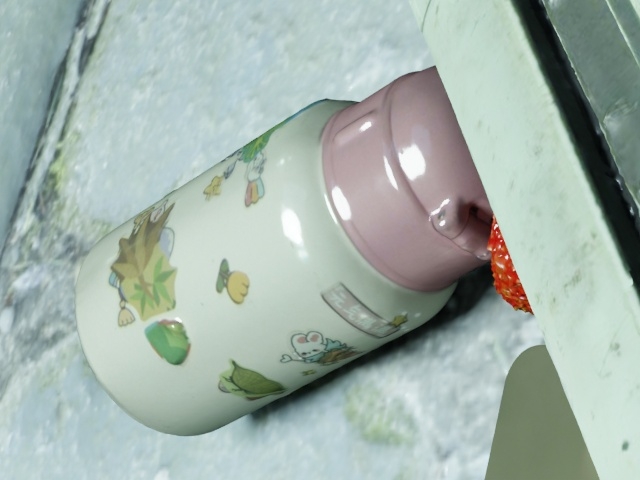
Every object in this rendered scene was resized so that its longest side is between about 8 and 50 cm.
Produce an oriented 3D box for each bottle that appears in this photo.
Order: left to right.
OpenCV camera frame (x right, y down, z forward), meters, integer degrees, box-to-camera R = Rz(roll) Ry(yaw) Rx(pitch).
[{"bbox_3d":[0.000,0.000,0.896,0.253,0.120,0.120,-30,48,38],"label":"bottle"}]

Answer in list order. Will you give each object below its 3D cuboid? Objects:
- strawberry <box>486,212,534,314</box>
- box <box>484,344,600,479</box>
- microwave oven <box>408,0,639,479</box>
[{"bbox_3d":[0.115,-0.009,0.777,0.106,0.106,0.106,-30,48,40],"label":"strawberry"},{"bbox_3d":[0.121,0.086,0.758,0.126,0.031,0.091,-9,63,51],"label":"box"},{"bbox_3d":[0.215,-0.056,0.535,0.333,0.247,0.394,-46,39,27],"label":"microwave oven"}]
